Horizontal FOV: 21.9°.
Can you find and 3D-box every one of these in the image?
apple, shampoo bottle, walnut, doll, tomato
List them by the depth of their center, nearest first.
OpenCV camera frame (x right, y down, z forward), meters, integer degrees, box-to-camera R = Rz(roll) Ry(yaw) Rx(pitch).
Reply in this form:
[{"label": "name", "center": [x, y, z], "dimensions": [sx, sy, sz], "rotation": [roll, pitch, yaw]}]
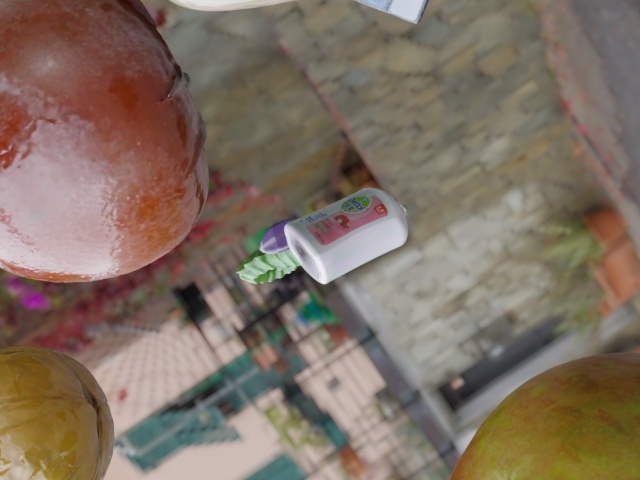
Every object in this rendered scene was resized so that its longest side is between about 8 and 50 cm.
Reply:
[{"label": "apple", "center": [0.261, 0.264, 1.354], "dimensions": [0.339, 0.340, 0.339], "rotation": [56, 180, -1]}, {"label": "tomato", "center": [-0.223, -0.088, 1.399], "dimensions": [0.265, 0.265, 0.265], "rotation": [56, 180, -1]}, {"label": "shampoo bottle", "center": [0.027, -0.008, 1.405], "dimensions": [0.072, 0.099, 0.043], "rotation": [46, 156, 50]}, {"label": "walnut", "center": [-0.313, 0.199, 1.629], "dimensions": [0.193, 0.226, 0.193], "rotation": [41, -145, -38]}, {"label": "doll", "center": [0.000, 0.000, 1.659], "dimensions": [0.115, 0.190, 0.050], "rotation": [27, -136, -65]}]

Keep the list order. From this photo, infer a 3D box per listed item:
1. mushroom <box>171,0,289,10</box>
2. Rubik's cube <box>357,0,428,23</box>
[{"label": "mushroom", "center": [-0.074, -0.327, 1.628], "dimensions": [0.246, 0.246, 0.202], "rotation": [-123, 26, -66]}, {"label": "Rubik's cube", "center": [0.047, -0.218, 1.132], "dimensions": [0.092, 0.092, 0.092], "rotation": [21, -149, 0]}]
